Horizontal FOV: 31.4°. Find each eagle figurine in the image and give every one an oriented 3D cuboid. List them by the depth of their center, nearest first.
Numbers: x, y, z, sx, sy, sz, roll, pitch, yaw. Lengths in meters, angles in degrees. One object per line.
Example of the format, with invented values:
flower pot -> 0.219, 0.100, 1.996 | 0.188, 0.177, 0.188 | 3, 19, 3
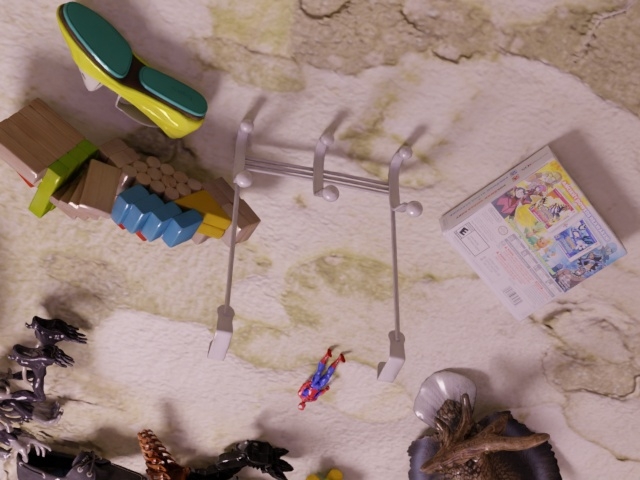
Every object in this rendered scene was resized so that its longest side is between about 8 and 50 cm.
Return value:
eagle figurine -> 0.242, 0.365, 1.781 | 0.226, 0.225, 0.298 | 23, 164, 26

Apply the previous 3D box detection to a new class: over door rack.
over door rack -> 0.000, 0.000, 1.428 | 0.240, 0.324, 0.108 | 10, 152, -10

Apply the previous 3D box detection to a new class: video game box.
video game box -> 0.299, -0.006, 1.604 | 0.187, 0.048, 0.205 | -33, 119, 18

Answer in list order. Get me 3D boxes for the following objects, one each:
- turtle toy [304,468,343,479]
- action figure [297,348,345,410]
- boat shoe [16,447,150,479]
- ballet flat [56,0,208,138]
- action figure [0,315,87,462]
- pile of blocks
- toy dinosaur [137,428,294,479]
turtle toy -> -0.009, 0.425, 1.819 | 0.130, 0.066, 0.095 | -4, 130, -42
action figure -> -0.004, 0.217, 1.733 | 0.038, 0.030, 0.115 | 20, 121, -22
boat shoe -> -0.365, 0.354, 1.741 | 0.229, 0.080, 0.076 | 4, 116, 22
ballet flat -> -0.247, -0.201, 1.423 | 0.231, 0.077, 0.077 | 35, 130, -26
action figure -> -0.440, 0.249, 1.643 | 0.141, 0.164, 0.275 | 33, 109, -17
pile of blocks -> -0.265, -0.045, 1.473 | 0.362, 0.149, 0.112 | 23, 133, -16
toy dinosaur -> -0.172, 0.411, 1.779 | 0.218, 0.164, 0.322 | -21, 145, 27
